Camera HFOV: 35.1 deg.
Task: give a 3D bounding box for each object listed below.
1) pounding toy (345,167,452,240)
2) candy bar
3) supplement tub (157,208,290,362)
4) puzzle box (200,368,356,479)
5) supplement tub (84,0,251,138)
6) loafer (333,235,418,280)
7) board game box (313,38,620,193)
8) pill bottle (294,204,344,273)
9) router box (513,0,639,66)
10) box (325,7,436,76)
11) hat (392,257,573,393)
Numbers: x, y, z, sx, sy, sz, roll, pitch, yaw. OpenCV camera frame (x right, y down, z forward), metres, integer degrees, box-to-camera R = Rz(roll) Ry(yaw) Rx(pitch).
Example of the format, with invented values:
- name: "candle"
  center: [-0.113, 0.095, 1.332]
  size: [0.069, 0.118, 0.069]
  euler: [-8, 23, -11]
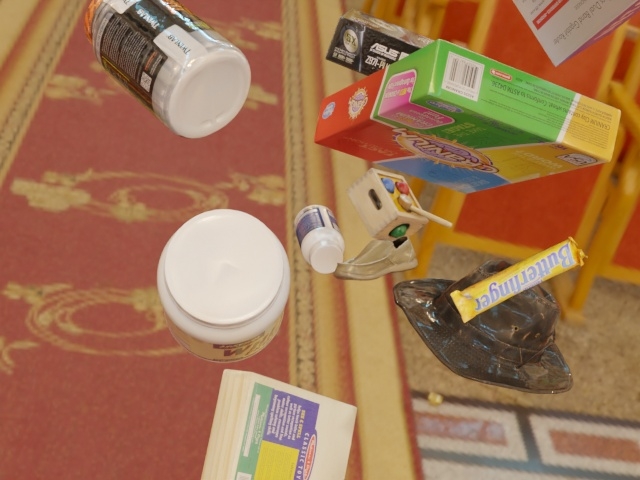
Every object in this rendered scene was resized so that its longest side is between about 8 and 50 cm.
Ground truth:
- name: "pounding toy"
  center: [0.147, -0.060, 1.886]
  size: [0.130, 0.100, 0.141]
  euler: [8, 47, -53]
- name: "candy bar"
  center: [0.230, 0.044, 1.176]
  size: [0.040, 0.161, 0.018]
  euler: [60, 14, -11]
- name: "supplement tub"
  center: [-0.174, 0.085, 1.833]
  size: [0.235, 0.325, 0.235]
  euler: [1, 75, -5]
- name: "puzzle box"
  center: [-0.073, 0.397, 1.361]
  size: [0.052, 0.409, 0.272]
  euler: [2, -17, 35]
- name: "supplement tub"
  center: [-0.291, -0.344, 1.875]
  size: [0.193, 0.194, 0.316]
  euler: [-15, 46, -43]
- name: "loafer"
  center: [0.075, 0.025, 1.413]
  size: [0.148, 0.050, 0.056]
  euler: [-12, 8, -44]
- name: "board game box"
  center: [0.163, -0.137, 1.225]
  size: [0.242, 0.064, 0.316]
  euler: [17, -10, -20]
- name: "pill bottle"
  center: [0.000, 0.000, 1.542]
  size: [0.067, 0.067, 0.120]
  euler: [8, 27, -15]
- name: "router box"
  center: [0.240, -0.361, 0.981]
  size: [0.082, 0.335, 0.301]
  euler: [-32, 88, -12]
- name: "box"
  center: [0.112, -0.320, 1.714]
  size: [0.180, 0.077, 0.147]
  euler: [22, 20, 2]
- name: "hat"
  center: [0.289, 0.108, 1.620]
  size: [0.331, 0.134, 0.331]
  euler: [23, 25, -11]
